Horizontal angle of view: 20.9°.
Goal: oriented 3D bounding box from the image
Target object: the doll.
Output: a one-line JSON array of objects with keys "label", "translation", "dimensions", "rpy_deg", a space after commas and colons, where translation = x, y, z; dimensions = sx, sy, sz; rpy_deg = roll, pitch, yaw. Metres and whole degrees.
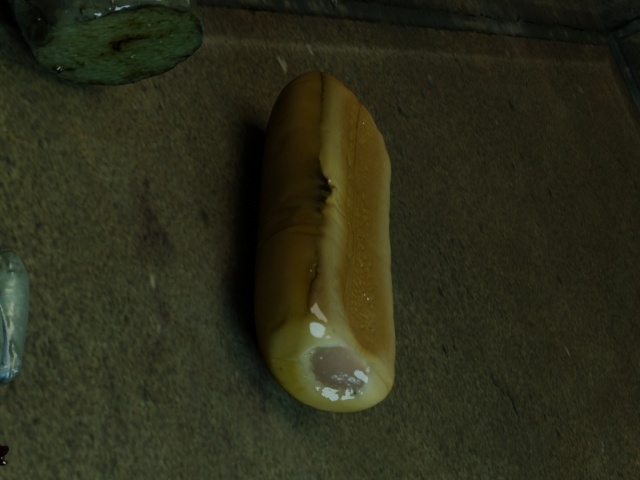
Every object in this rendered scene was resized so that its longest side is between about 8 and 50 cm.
[{"label": "doll", "translation": [-0.223, 0.048, 0.974], "dimensions": [0.214, 0.071, 0.103], "rpy_deg": [-19, 96, -73]}]

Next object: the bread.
[{"label": "bread", "translation": [0.000, 0.000, 1.420], "dimensions": [0.142, 0.091, 0.305], "rpy_deg": [54, 26, -39]}]

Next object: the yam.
[{"label": "yam", "translation": [-0.181, -0.242, 1.236], "dimensions": [0.154, 0.154, 0.254], "rpy_deg": [-8, 79, -64]}]

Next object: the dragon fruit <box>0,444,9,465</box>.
[{"label": "dragon fruit", "translation": [-0.248, 0.121, 0.725], "dimensions": [0.205, 0.210, 0.268], "rpy_deg": [-14, 60, -48]}]
